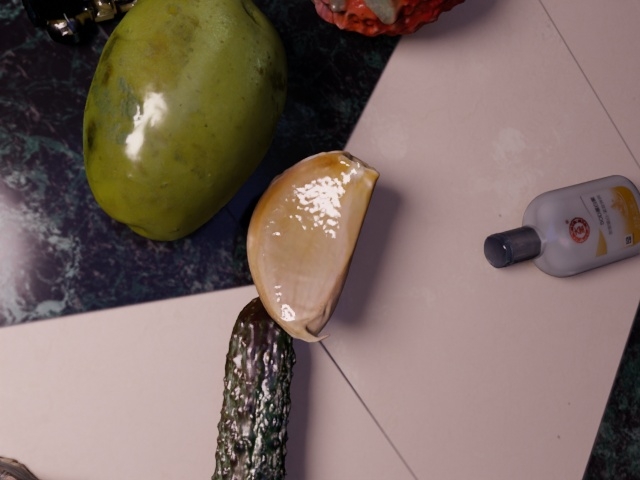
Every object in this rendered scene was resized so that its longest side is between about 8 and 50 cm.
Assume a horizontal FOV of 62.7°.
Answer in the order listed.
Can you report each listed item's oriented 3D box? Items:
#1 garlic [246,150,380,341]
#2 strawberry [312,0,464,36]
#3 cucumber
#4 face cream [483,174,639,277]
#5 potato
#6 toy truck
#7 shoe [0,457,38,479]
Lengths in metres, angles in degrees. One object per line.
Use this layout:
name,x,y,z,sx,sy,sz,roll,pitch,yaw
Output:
garlic,-0.010,0.006,0.653,0.145,0.164,0.245,26,69,-32
strawberry,0.104,-0.422,0.759,0.336,0.149,0.265,-38,90,-28
cucumber,-0.079,0.244,0.643,0.096,0.096,0.360,8,82,-17
face cream,0.394,-0.016,0.840,0.291,0.071,0.144,-12,88,-19
potato,-0.150,-0.152,0.603,0.215,0.216,0.305,20,74,-15
toy truck,-0.243,-0.346,0.642,0.257,0.127,0.127,-26,78,-18
shoe,-0.325,0.299,0.557,0.180,0.092,0.089,25,78,-14
